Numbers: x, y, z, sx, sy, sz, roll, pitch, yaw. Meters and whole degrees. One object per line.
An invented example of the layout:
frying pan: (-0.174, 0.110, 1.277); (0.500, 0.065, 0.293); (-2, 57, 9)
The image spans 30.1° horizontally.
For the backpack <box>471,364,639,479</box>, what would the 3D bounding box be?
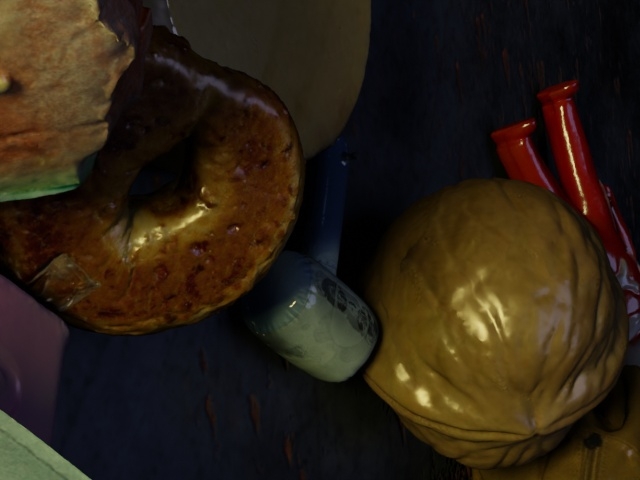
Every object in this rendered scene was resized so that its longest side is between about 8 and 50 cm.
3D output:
backpack: (0.230, 0.291, 1.059); (0.378, 0.201, 0.353); (-58, 137, -65)

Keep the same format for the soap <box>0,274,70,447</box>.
soap: (-0.185, 0.109, 0.545); (0.122, 0.066, 0.203); (45, 38, -49)

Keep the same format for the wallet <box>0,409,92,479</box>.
wallet: (-0.215, 0.106, 0.402); (0.251, 0.290, 0.054); (-48, 169, -49)

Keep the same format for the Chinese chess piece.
Chinese chess piece: (-0.064, -0.161, 0.752); (0.251, 0.097, 0.250); (2, 87, -57)

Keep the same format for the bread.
bread: (-0.100, -0.028, 0.650); (0.193, 0.193, 0.064); (58, 1, -37)

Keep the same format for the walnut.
walnut: (0.133, 0.065, 0.927); (0.228, 0.228, 0.227); (3, 86, -56)

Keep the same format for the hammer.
hammer: (0.000, 0.000, 0.879); (0.116, 0.070, 0.193); (41, 48, -47)

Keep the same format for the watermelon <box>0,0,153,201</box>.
watermelon: (-0.203, -0.106, 0.457); (0.319, 0.292, 0.222); (-115, -157, -64)

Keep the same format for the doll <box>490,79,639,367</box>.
doll: (0.292, 0.030, 1.251); (0.188, 0.099, 0.384); (-42, 114, -49)
